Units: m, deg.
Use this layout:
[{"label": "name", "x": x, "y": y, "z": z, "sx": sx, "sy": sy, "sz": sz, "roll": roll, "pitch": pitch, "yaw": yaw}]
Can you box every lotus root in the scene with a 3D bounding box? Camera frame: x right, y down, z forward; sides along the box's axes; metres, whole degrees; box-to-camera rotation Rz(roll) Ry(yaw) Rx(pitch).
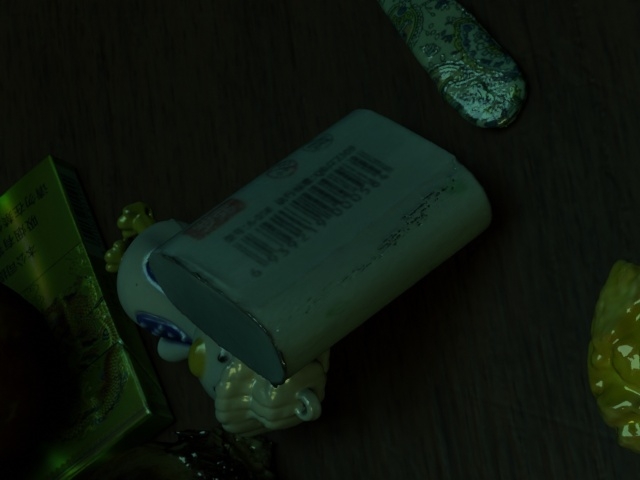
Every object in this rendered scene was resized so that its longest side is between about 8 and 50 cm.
[{"label": "lotus root", "x": -0.157, "y": 0.279, "z": 1.618, "sx": 0.314, "sy": 0.141, "sz": 0.169, "roll": -52, "pitch": 46, "yaw": 1}]

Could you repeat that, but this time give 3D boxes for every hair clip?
[{"label": "hair clip", "x": 0.098, "y": -0.177, "z": 1.666, "sx": 0.066, "sy": 0.036, "sz": 0.229, "roll": -44, "pitch": 53, "yaw": 8}]

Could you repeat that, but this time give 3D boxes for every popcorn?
[{"label": "popcorn", "x": 0.262, "y": 0.076, "z": 1.380, "sx": 0.152, "sy": 0.148, "sz": 0.167, "roll": 150, "pitch": 135, "yaw": -82}]

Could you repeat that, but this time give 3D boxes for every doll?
[{"label": "doll", "x": -0.092, "y": 0.068, "z": 1.668, "sx": 0.293, "sy": 0.119, "sz": 0.138, "roll": 41, "pitch": 124, "yaw": 39}]

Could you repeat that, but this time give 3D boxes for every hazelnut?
[{"label": "hazelnut", "x": -0.353, "y": 0.125, "z": 1.732, "sx": 0.234, "sy": 0.218, "sz": 0.218, "roll": -48, "pitch": 52, "yaw": 17}]

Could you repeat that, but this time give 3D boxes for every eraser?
[{"label": "eraser", "x": 0.000, "y": 0.000, "z": 1.572, "sx": 0.227, "sy": 0.081, "sz": 0.174, "roll": -35, "pitch": 49, "yaw": -25}]

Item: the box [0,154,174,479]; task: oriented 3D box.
[{"label": "box", "x": -0.256, "y": 0.087, "z": 1.831, "sx": 0.173, "sy": 0.043, "sz": 0.311, "roll": -38, "pitch": 55, "yaw": 20}]
